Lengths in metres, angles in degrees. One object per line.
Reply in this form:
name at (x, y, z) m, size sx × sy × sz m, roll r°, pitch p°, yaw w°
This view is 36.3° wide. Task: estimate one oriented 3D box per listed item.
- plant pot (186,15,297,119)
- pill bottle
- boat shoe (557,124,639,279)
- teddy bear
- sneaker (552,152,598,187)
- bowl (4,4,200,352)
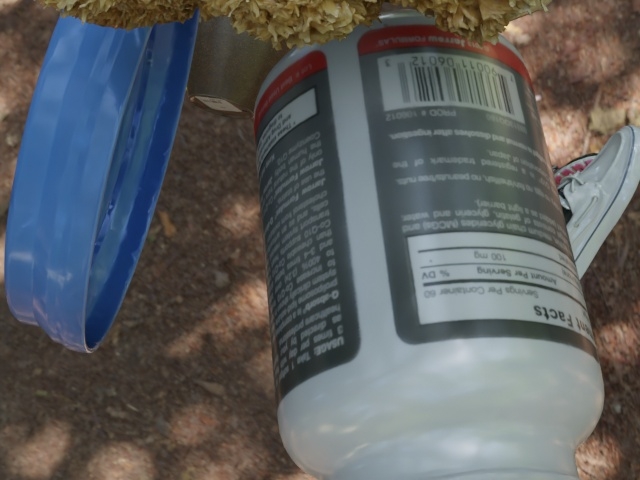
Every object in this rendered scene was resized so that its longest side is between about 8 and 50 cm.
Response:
plant pot at (-0.126, -0.314, 1.517) m, size 0.215 × 0.215 × 0.230 m, roll 10°, pitch 80°, yaw 28°
pill bottle at (0.069, 0.046, 0.656) m, size 0.210 × 0.210 × 0.363 m, roll -14°, pitch 62°, yaw 16°
boat shoe at (0.368, -0.051, 1.372) m, size 0.258 × 0.084 × 0.095 m, roll -65°, pitch 12°, yaw 8°
teddy bear at (-0.007, -0.201, 0.594) m, size 0.338 × 0.113 × 0.245 m, roll 14°, pitch 56°, yaw 16°
sneaker at (0.395, -0.099, 1.580) m, size 0.170 × 0.063 × 0.075 m, roll -39°, pitch 20°, yaw 40°
bowl at (-0.195, -0.093, 0.903) m, size 0.077 × 0.391 × 0.391 m, roll 15°, pitch 67°, yaw -4°
